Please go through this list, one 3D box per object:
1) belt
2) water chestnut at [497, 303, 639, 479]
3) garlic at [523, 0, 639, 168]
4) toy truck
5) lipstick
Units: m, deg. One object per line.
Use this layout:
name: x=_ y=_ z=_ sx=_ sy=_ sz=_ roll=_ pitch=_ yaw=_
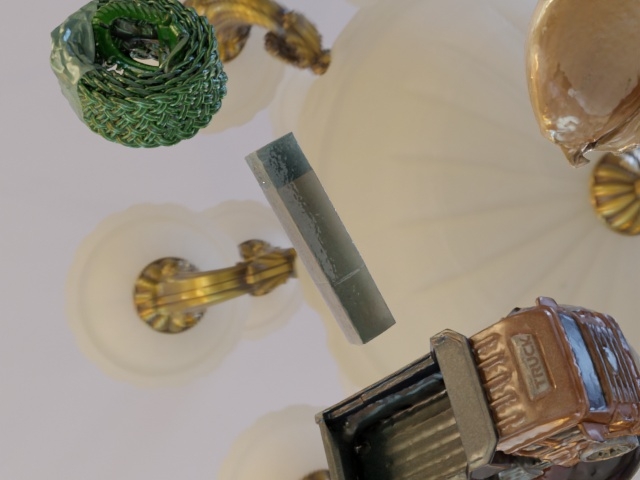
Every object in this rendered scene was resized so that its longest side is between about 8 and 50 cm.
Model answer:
belt: x=-0.150 y=-0.146 z=0.782 sx=0.151 sy=0.079 sz=0.121 roll=22 pitch=-120 yaw=25
water chestnut: x=0.265 y=0.227 z=1.275 sx=0.302 sy=0.350 sz=0.350 roll=22 pitch=-101 yaw=4
garlic: x=0.313 y=-0.192 z=1.002 sx=0.217 sy=0.110 sz=0.228 roll=40 pitch=-68 yaw=-10
toy truck: x=0.081 y=0.105 z=0.551 sx=0.092 sy=0.192 sz=0.083 roll=17 pitch=-131 yaw=-43
lipstick: x=0.000 y=0.000 z=1.409 sx=0.068 sy=0.066 sz=0.317 roll=-31 pitch=-83 yaw=-20
